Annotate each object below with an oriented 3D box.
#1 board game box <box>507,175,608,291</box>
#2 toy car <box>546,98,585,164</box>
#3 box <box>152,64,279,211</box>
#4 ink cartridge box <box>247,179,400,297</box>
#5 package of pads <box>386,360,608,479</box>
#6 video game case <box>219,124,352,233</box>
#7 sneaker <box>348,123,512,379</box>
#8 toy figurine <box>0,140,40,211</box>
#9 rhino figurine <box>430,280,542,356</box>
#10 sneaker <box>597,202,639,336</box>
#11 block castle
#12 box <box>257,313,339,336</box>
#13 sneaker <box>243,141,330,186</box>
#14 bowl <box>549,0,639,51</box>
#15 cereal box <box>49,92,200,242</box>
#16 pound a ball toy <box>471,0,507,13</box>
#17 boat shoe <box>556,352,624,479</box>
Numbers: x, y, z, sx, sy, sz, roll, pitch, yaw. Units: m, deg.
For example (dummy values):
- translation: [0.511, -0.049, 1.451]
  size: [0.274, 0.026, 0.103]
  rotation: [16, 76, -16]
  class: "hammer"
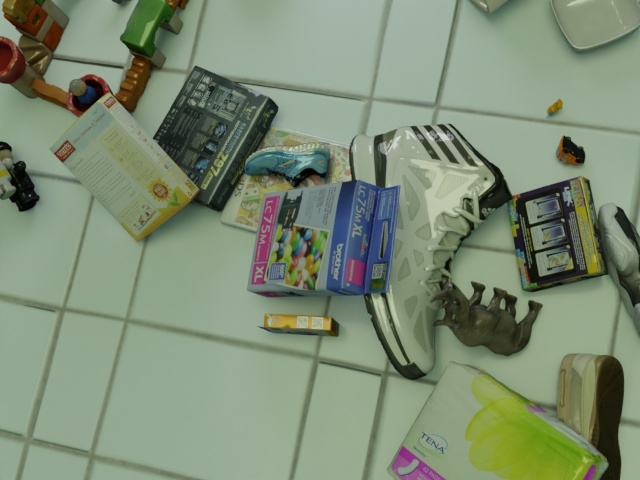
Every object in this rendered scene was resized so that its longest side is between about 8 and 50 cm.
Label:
- translation: [0.402, -0.009, 1.671]
  size: [0.141, 0.048, 0.170]
  rotation: [-16, 74, 31]
  class: "board game box"
- translation: [0.436, -0.187, 1.747]
  size: [0.040, 0.060, 0.122]
  rotation: [-37, 44, 46]
  class: "toy car"
- translation: [-0.212, -0.193, 1.842]
  size: [0.183, 0.059, 0.232]
  rotation: [26, 84, 26]
  class: "box"
- translation: [0.000, 0.000, 1.651]
  size: [0.311, 0.065, 0.185]
  rotation: [-4, 73, 48]
  class: "ink cartridge box"
- translation: [0.276, 0.351, 1.549]
  size: [0.296, 0.101, 0.229]
  rotation: [32, 94, 37]
  class: "package of pads"
- translation: [-0.052, -0.101, 1.819]
  size: [0.227, 0.026, 0.206]
  rotation: [15, 81, 14]
  class: "video game case"
- translation: [0.203, -0.002, 1.656]
  size: [0.258, 0.169, 0.447]
  rotation: [-13, 72, 18]
  class: "sneaker"
- translation: [-0.663, -0.099, 1.844]
  size: [0.213, 0.209, 0.148]
  rotation: [-33, 83, 1]
  class: "toy figurine"
- translation: [0.266, 0.126, 1.612]
  size: [0.073, 0.243, 0.106]
  rotation: [13, 85, 51]
  class: "rhino figurine"
- translation: [0.570, 0.046, 1.628]
  size: [0.153, 0.101, 0.268]
  rotation: [-20, 75, 0]
  class: "sneaker"
- translation: [-0.434, -0.462, 1.883]
  size: [0.303, 0.213, 0.453]
  rotation: [24, 83, 16]
  class: "block castle"
- translation: [-0.040, 0.149, 1.729]
  size: [0.136, 0.081, 0.028]
  rotation: [4, 78, 12]
  class: "box"
- translation: [-0.062, -0.133, 1.784]
  size: [0.162, 0.063, 0.073]
  rotation: [-7, 79, 11]
  class: "sneaker"
- translation: [0.495, -0.412, 1.770]
  size: [0.142, 0.053, 0.142]
  rotation: [-21, 74, 5]
  class: "bowl"
- translation: [-0.357, -0.130, 1.780]
  size: [0.173, 0.047, 0.240]
  rotation: [-32, 104, 36]
  class: "cereal box"
- translation: [0.379, -0.581, 1.811]
  size: [0.319, 0.136, 0.208]
  rotation: [-38, 48, 1]
  class: "pound a ball toy"
- translation: [0.421, 0.334, 1.593]
  size: [0.098, 0.109, 0.302]
  rotation: [-1, 79, 48]
  class: "boat shoe"
